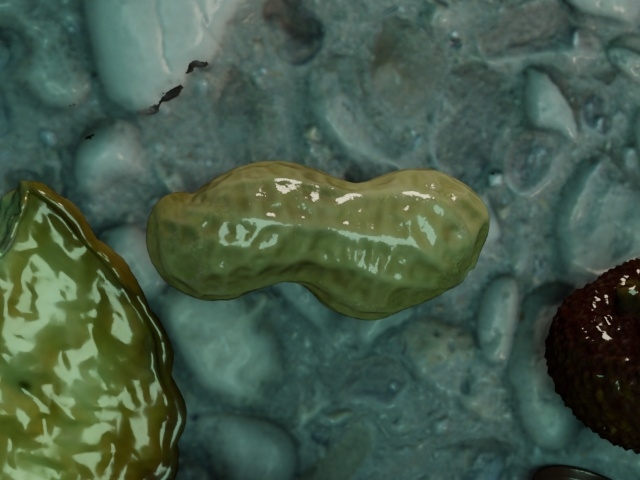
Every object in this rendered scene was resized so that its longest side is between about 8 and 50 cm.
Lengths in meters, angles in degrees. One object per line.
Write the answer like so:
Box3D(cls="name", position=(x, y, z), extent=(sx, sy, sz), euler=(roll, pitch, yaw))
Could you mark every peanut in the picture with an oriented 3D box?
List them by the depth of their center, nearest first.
Box3D(cls="peanut", position=(0.000, 0.000, 0.935), extent=(0.299, 0.120, 0.136), euler=(3, 88, -12))

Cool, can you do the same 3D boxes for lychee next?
Box3D(cls="lychee", position=(0.303, 0.107, 0.989), extent=(0.195, 0.194, 0.194), euler=(-1, 93, -14))

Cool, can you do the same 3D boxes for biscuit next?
Box3D(cls="biscuit", position=(-0.287, 0.133, 0.896), extent=(0.335, 0.078, 0.329), euler=(-18, 100, -12))

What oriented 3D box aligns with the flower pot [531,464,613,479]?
Box3D(cls="flower pot", position=(0.243, 0.279, 1.025), extent=(0.111, 0.111, 0.089), euler=(9, 106, -14))
